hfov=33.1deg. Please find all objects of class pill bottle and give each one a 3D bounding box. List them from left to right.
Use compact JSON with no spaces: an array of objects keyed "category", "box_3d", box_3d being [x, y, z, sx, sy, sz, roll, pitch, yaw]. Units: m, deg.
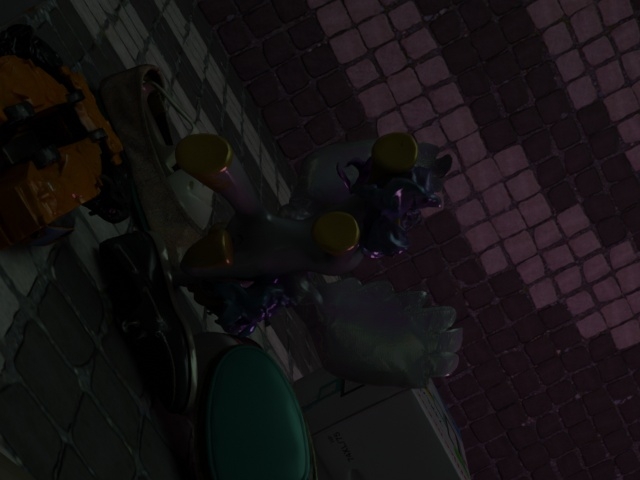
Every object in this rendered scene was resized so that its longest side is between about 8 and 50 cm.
[{"category":"pill bottle","box_3d":[-0.103,0.146,1.194,0.086,0.086,0.152,64,8,11]}]

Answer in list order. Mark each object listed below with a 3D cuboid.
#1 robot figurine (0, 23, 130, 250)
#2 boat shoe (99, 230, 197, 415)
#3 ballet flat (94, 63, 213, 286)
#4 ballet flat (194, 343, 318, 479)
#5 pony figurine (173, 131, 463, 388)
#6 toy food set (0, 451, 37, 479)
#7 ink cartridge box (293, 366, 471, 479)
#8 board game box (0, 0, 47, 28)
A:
[{"category":"robot figurine","box_3d":[-0.259,-0.091,0.969,0.211,0.085,0.291,62,8,-8]},{"category":"boat shoe","box_3d":[-0.178,0.084,1.091,0.065,0.075,0.206,-1,60,-33]},{"category":"ballet flat","box_3d":[-0.193,-0.095,1.359,0.316,0.106,0.107,65,8,19]},{"category":"ballet flat","box_3d":[-0.052,0.271,1.040,0.123,0.123,0.348,50,16,-60]},{"category":"pony figurine","box_3d":[0.000,0.000,1.155,0.363,0.351,0.302,115,-28,-71]},{"category":"toy food set","box_3d":[-0.187,0.190,0.519,0.219,0.092,0.306,53,-3,45]},{"category":"ink cartridge box","box_3d":[0.082,0.286,1.540,0.198,0.197,0.270,61,8,-10]},{"category":"board game box","box_3d":[-0.316,-0.272,0.991,0.144,0.142,0.275,60,8,-20]}]
